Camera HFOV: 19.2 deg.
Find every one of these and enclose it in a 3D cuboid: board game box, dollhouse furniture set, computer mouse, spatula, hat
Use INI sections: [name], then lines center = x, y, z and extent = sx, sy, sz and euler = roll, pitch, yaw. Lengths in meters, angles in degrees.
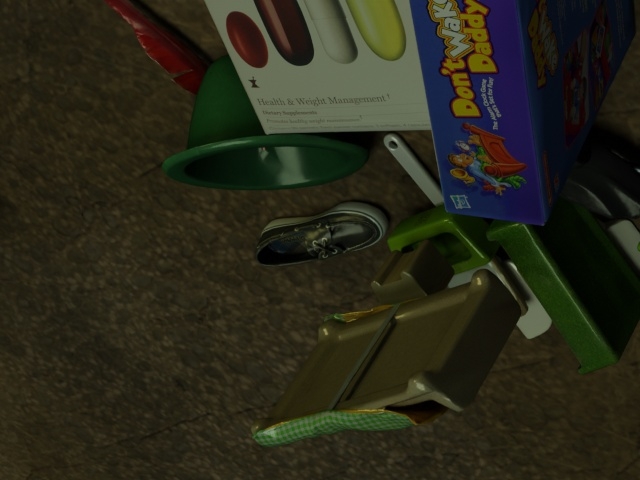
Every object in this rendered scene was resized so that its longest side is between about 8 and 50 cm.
[board game box]
center = 0.137, -0.218, 1.300
extent = 0.078, 0.233, 0.347
euler = 8, 134, 24
[dollhouse furniture set]
center = 0.111, 0.102, 1.556
extent = 0.198, 0.301, 0.151
euler = -20, 113, 40
[computer mouse]
center = 0.289, -0.035, 1.523
extent = 0.242, 0.071, 0.041
euler = 20, 126, 10
[spatula]
center = 0.176, -0.023, 1.642
extent = 0.168, 0.019, 0.242
euler = -21, 115, 44
[hat]
center = -0.064, -0.151, 1.648
extent = 0.208, 0.183, 0.173
euler = 5, 165, -39

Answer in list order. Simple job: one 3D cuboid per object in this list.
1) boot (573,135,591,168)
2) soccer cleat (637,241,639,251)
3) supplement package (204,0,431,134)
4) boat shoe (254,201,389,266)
[boot]
center = 0.155, -0.093, 1.528
extent = 0.099, 0.045, 0.121
euler = -35, 76, 38
[soccer cleat]
center = 0.333, 0.057, 1.601
extent = 0.072, 0.060, 0.179
euler = -10, 119, 49
[supplement package]
center = 0.030, -0.204, 1.442
extent = 0.194, 0.149, 0.203
euler = 0, 131, 31
[boat shoe]
center = 0.000, 0.000, 1.747
extent = 0.142, 0.040, 0.049
euler = -11, 125, 38
